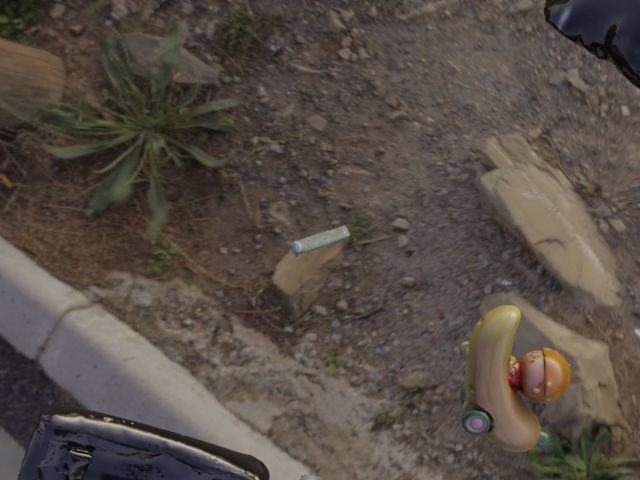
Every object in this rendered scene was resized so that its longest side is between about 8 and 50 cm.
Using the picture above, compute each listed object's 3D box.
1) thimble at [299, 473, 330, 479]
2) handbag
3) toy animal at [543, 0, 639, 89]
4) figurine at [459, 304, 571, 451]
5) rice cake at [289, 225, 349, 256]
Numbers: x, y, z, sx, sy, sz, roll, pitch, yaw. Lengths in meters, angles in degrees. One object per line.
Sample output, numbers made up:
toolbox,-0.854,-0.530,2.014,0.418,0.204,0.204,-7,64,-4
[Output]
thimble,0.020,0.526,1.495,0.185,0.149,0.211,-39,36,20
handbag,-0.216,0.322,0.956,0.275,0.088,0.244,18,103,-8
toy animal,0.344,-0.214,0.659,0.212,0.212,0.266,47,111,11
figurine,0.390,0.280,1.661,0.222,0.124,0.324,-1,112,11
rice cake,0.000,0.000,1.305,0.021,0.121,0.022,-41,74,44
